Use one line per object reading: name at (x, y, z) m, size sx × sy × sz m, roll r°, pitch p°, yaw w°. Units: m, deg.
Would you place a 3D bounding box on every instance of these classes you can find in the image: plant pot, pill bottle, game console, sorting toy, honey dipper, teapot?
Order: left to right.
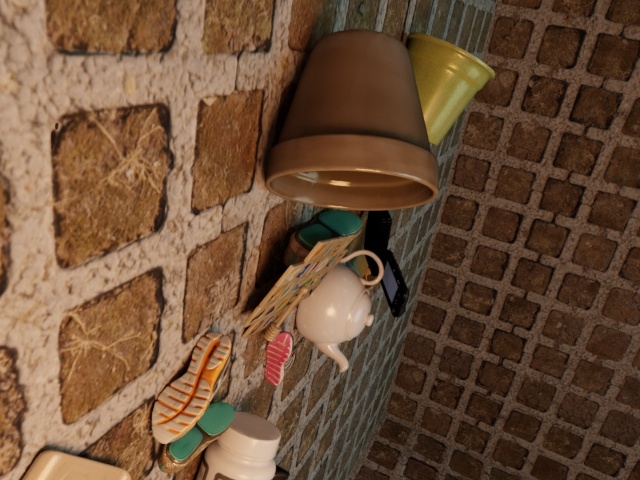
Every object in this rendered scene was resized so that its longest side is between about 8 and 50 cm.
sorting toy at (-0.375, 0.397, 0.738) m, size 0.192 × 0.038 × 0.208 m, roll -62°, pitch 155°, yaw -23°
pill bottle at (-0.193, 0.538, 1.164) m, size 0.283 × 0.161 × 0.161 m, roll -71°, pitch 161°, yaw 1°
honey dipper at (-0.078, 0.167, 1.230) m, size 0.160 × 0.030 × 0.030 m, roll -54°, pitch 165°, yaw 16°
teapot at (0.062, 0.185, 1.488) m, size 0.252 × 0.187 × 0.255 m, roll -51°, pitch 152°, yaw -45°
plant pot at (0.066, -0.222, 1.007) m, size 0.323 × 0.324 × 0.280 m, roll 31°, pitch 62°, yaw -70°
game console at (0.188, 0.056, 1.528) m, size 0.361 × 0.044 × 0.213 m, roll -105°, pitch -165°, yaw -51°
plant pot at (0.325, -0.429, 1.565) m, size 0.253 × 0.276 × 0.276 m, roll -63°, pitch 163°, yaw 12°

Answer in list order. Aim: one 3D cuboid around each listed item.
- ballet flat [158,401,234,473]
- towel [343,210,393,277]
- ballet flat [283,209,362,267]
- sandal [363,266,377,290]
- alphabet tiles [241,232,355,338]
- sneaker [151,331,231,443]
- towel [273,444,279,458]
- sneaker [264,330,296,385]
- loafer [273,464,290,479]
ballet flat at (-0.248, 0.386, 1.046) m, size 0.067 × 0.073 × 0.206 m, roll -49°, pitch 167°, yaw 24°
towel at (0.148, -0.001, 1.776) m, size 0.370 × 0.040 × 0.271 m, roll -62°, pitch 158°, yaw -19°
ballet flat at (0.000, 0.000, 1.312) m, size 0.316 × 0.108 × 0.106 m, roll -23°, pitch 149°, yaw -58°
sandal at (0.180, 0.100, 1.916) m, size 0.180 × 0.072 × 0.049 m, roll -63°, pitch 144°, yaw -26°
alphabet tiles at (-0.044, 0.098, 1.215) m, size 0.285 × 0.011 × 0.343 m, roll -51°, pitch 167°, yaw 18°
sneaker at (-0.222, 0.272, 0.961) m, size 0.214 × 0.084 × 0.083 m, roll -57°, pitch 161°, yaw -36°
towel at (-0.171, 0.654, 1.544) m, size 0.113 × 0.023 × 0.152 m, roll -70°, pitch 161°, yaw -4°
sneaker at (-0.096, 0.286, 1.346) m, size 0.075 × 0.063 × 0.170 m, roll -43°, pitch 151°, yaw -53°
loafer at (-0.140, 0.684, 1.509) m, size 0.078 × 0.080 × 0.220 m, roll -62°, pitch 157°, yaw -19°
